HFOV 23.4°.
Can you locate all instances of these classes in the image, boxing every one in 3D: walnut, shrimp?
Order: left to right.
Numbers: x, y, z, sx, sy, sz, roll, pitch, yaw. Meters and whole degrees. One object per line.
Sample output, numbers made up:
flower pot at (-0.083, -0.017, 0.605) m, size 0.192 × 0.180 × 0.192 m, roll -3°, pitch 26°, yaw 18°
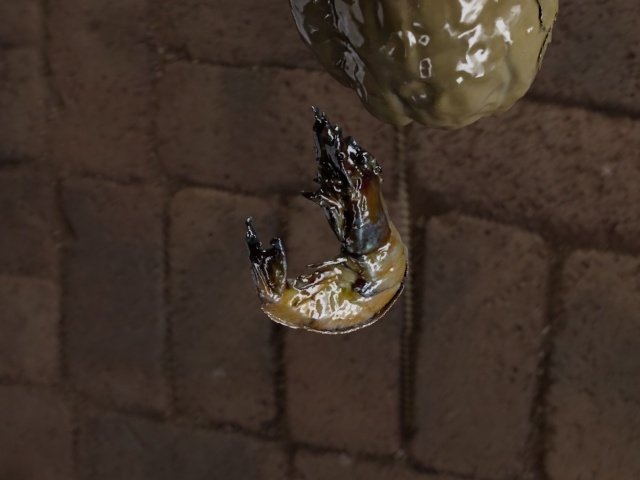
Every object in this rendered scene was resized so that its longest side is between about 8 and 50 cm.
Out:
shrimp at (-0.004, -0.004, 1.660) m, size 0.075 × 0.178 × 0.289 m, roll 50°, pitch 166°, yaw 40°
walnut at (0.073, -0.190, 1.083) m, size 0.198 × 0.198 × 0.245 m, roll 14°, pitch 150°, yaw 22°
